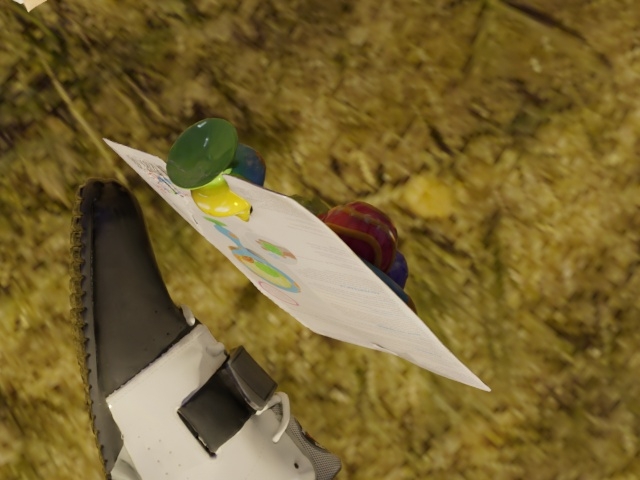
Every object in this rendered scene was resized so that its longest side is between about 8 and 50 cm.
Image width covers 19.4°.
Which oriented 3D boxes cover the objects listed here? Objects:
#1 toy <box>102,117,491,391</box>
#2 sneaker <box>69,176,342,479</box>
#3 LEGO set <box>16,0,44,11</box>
[{"bbox_3d":[0.000,0.000,1.033,0.237,0.137,0.056,40,73,-49],"label":"toy"},{"bbox_3d":[-0.068,0.114,1.146,0.146,0.122,0.330,-13,95,-8],"label":"sneaker"},{"bbox_3d":[-0.176,-0.229,0.921,0.287,0.132,0.107,45,70,-45],"label":"LEGO set"}]
